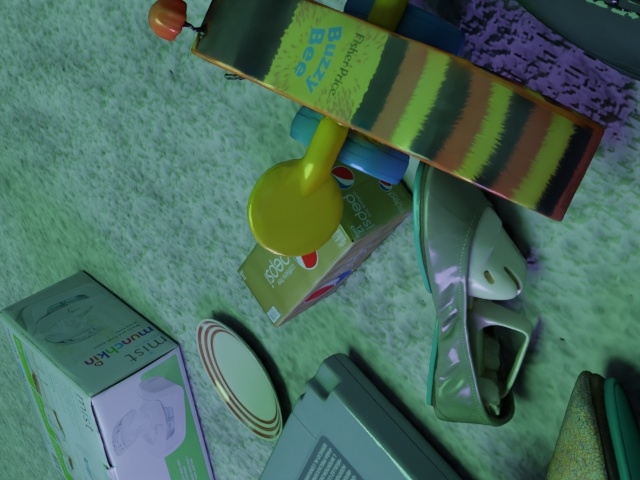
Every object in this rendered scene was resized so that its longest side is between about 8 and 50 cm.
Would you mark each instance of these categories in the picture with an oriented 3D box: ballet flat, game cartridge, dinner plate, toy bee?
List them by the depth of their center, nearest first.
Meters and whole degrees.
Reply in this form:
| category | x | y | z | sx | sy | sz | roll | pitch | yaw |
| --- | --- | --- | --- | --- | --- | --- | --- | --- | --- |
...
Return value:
| category | x | y | z | sx | sy | sz | roll | pitch | yaw |
| --- | --- | --- | --- | --- | --- | --- | --- | --- | --- |
| toy bee | -0.008 | -0.088 | 0.605 | 0.298 | 0.162 | 0.195 | 1 | 79 | 45 |
| ballet flat | 0.168 | 0.237 | 0.641 | 0.106 | 0.107 | 0.316 | -20 | 80 | 21 |
| ballet flat | 0.100 | 0.033 | 0.701 | 0.068 | 0.072 | 0.213 | 10 | 130 | 21 |
| game cartridge | 0.026 | 0.259 | 0.966 | 0.198 | 0.062 | 0.297 | 43 | 134 | 21 |
| dinner plate | -0.078 | 0.137 | 1.113 | 0.141 | 0.017 | 0.141 | 39 | 144 | 35 |

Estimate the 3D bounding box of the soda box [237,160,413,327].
| category | x | y | z | sx | sy | sz | roll | pitch | yaw |
| --- | --- | --- | --- | --- | --- | --- | --- | --- | --- |
| soda box | 0.000 | 0.000 | 0.816 | 0.058 | 0.061 | 0.181 | 56 | 151 | 8 |

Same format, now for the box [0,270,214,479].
| category | x | y | z | sx | sy | sz | roll | pitch | yaw |
| --- | --- | --- | --- | --- | --- | --- | --- | --- | --- |
| box | -0.255 | 0.208 | 1.347 | 0.231 | 0.127 | 0.262 | 28 | 138 | 44 |

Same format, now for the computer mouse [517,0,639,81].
| category | x | y | z | sx | sy | sz | roll | pitch | yaw |
| --- | --- | --- | --- | --- | --- | --- | --- | --- | --- |
| computer mouse | 0.156 | -0.129 | 0.450 | 0.262 | 0.060 | 0.184 | 44 | 148 | 26 |
